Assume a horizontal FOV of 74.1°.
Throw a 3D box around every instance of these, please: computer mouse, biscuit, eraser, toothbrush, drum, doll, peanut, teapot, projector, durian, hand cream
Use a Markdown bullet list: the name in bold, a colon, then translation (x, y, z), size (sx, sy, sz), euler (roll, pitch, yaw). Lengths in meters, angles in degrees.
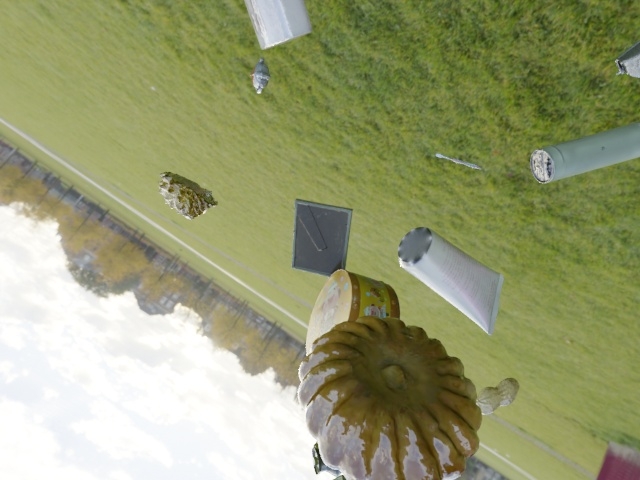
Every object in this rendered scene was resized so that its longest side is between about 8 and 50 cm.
- **computer mouse**: translation (0.766, -0.425, 0.922), size (0.126, 0.071, 0.231), euler (15, 170, -15)
- **biscuit**: translation (0.121, 0.254, 0.729), size (0.325, 0.325, 0.107), euler (29, 133, 21)
- **eraser**: translation (-0.110, -0.509, 0.786), size (0.174, 0.094, 0.270), euler (37, 151, 61)
- **toothbrush**: translation (0.550, -0.316, 1.690), size (0.193, 0.013, 0.019), euler (26, -163, 30)
- **drum**: translation (0.118, 0.341, 1.718), size (0.214, 0.432, 0.431), euler (21, 171, -18)
- **doll**: translation (-0.196, -0.534, 1.384), size (0.062, 0.104, 0.195), euler (27, -169, -16)
- **peanut**: translation (0.631, 0.552, 1.508), size (0.082, 0.187, 0.082), euler (159, 90, -81)
- **teapot**: translation (0.026, 0.802, 1.590), size (0.119, 0.131, 0.166), euler (-2, -153, -17)
- **projector**: translation (0.799, -0.261, 1.254), size (0.108, 0.337, 0.108), euler (165, 90, -83)
- **durian**: translation (-0.311, -0.100, 0.986), size (0.140, 0.078, 0.224), euler (24, -175, -14)
- **hand cream**: translation (0.362, 0.095, 1.128), size (0.358, 0.186, 0.118), euler (33, 153, -23)

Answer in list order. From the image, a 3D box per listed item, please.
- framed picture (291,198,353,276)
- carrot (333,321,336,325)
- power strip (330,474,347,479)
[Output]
- **framed picture**: translation (0.000, 0.000, 1.798), size (0.247, 0.022, 0.335), euler (12, 118, 14)
- **carrot**: translation (0.106, 0.356, 1.290), size (0.078, 0.078, 0.298), euler (16, 141, 52)
- **power strip**: translation (0.035, 0.732, 1.239), size (0.076, 0.168, 0.028), euler (44, -160, -31)
